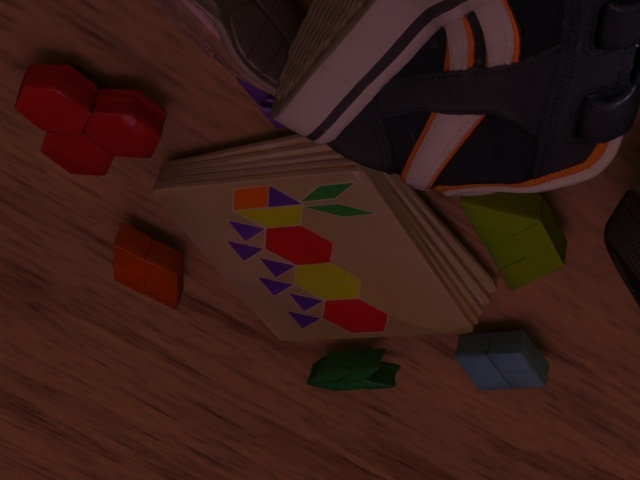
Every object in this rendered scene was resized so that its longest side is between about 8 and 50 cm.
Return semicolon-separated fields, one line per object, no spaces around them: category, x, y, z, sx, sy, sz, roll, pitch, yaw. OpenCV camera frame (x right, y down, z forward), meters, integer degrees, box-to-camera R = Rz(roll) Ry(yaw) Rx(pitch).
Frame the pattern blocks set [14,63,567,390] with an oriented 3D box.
pattern blocks set;0.000;0.000;0.936;0.285;0.026;0.325;1;146;21

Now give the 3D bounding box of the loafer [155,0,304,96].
loafer;-0.051;-0.113;0.769;0.125;0.045;0.039;43;156;-29

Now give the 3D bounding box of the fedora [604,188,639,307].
fedora;0.247;0.065;0.760;0.124;0.275;0.243;-33;124;7

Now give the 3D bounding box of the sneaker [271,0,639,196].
sneaker;0.090;-0.109;0.638;0.127;0.126;0.321;26;158;-10
